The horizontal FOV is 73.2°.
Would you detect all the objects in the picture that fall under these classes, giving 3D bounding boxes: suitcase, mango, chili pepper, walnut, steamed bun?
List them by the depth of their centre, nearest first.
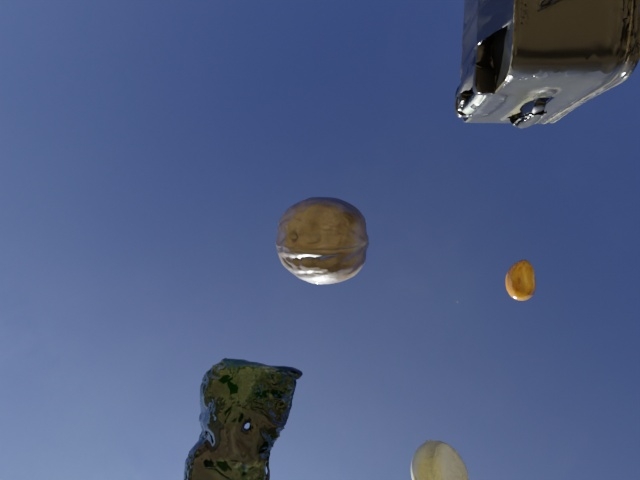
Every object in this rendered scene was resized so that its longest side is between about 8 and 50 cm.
[{"bbox_3d":[0.296,-0.373,0.584,0.194,0.283,0.433,4,-89,6],"label":"suitcase"},{"bbox_3d":[-0.130,0.306,0.619,0.148,0.116,0.264,14,-93,7],"label":"chili pepper"},{"bbox_3d":[0.001,0.000,0.686,0.162,0.140,0.140,0,-98,27],"label":"walnut"},{"bbox_3d":[0.406,0.079,0.869,0.060,0.046,0.089,27,-55,42],"label":"mango"},{"bbox_3d":[0.239,0.485,0.891,0.130,0.112,0.091,47,-51,-10],"label":"steamed bun"}]
